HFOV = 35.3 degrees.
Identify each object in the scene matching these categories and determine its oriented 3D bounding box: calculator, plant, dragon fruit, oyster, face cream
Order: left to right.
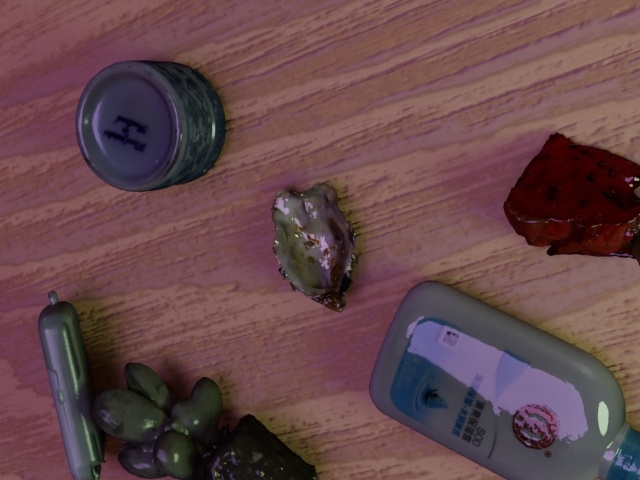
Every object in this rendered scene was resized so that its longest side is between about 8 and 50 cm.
[{"bbox_3d":[-0.306,0.182,1.250,0.045,0.141,0.246,-12,96,-10],"label":"calculator"},{"bbox_3d":[-0.140,0.247,1.172,0.275,0.146,0.149,34,83,15],"label":"plant"},{"bbox_3d":[-0.001,0.009,1.119,0.103,0.051,0.148,-11,79,29],"label":"oyster"},{"bbox_3d":[0.220,0.176,1.033,0.337,0.080,0.163,27,109,18],"label":"face cream"},{"bbox_3d":[0.284,-0.022,0.989,0.192,0.122,0.092,12,143,19],"label":"dragon fruit"}]

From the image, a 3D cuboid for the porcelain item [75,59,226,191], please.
[{"bbox_3d":[-0.189,-0.131,1.144,0.147,0.114,0.147,4,99,23],"label":"porcelain item"}]
